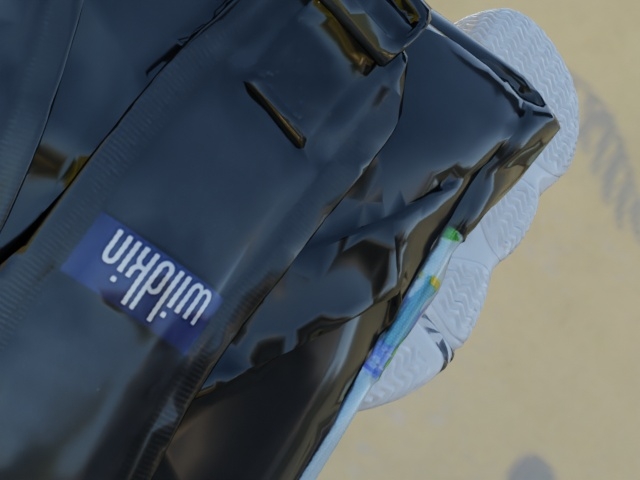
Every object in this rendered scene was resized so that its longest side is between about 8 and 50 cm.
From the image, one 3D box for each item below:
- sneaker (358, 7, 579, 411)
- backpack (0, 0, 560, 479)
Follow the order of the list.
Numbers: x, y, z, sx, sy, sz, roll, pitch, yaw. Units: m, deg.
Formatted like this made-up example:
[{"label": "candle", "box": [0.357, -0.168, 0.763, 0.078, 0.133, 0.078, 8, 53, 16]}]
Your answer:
[{"label": "sneaker", "box": [0.000, 0.000, 1.124, 0.137, 0.210, 0.366, 57, 43, -14]}, {"label": "backpack", "box": [-0.147, 0.053, 0.545, 0.290, 0.355, 0.273, 29, -17, -25]}]
